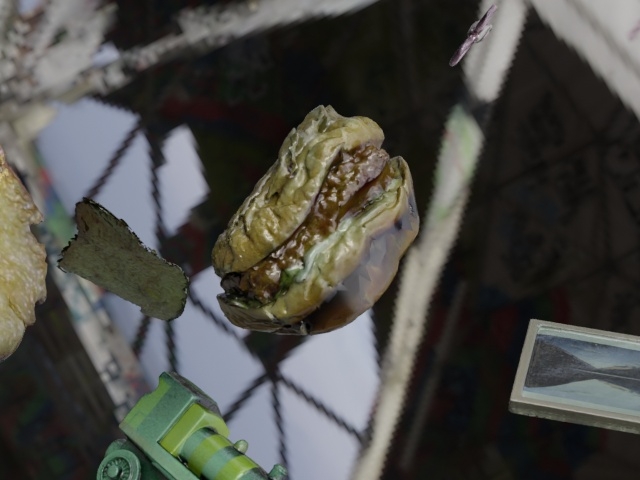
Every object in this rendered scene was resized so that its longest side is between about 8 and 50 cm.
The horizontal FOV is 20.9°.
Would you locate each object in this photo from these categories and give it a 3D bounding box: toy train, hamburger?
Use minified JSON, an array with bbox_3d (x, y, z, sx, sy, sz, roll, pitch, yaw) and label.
[{"bbox_3d":[-0.110,0.220,1.566,0.200,0.132,0.083,35,-6,33],"label":"toy train"},{"bbox_3d":[0.000,0.000,1.333,0.130,0.183,0.206,41,-6,4],"label":"hamburger"}]

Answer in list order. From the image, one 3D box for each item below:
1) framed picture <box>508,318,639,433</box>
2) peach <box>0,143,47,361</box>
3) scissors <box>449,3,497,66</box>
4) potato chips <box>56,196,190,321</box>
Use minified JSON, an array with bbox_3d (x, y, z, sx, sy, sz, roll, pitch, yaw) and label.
[{"bbox_3d":[0.297,0.138,1.715,0.150,0.203,0.015,-64,160,-55],"label":"framed picture"},{"bbox_3d":[-0.477,-0.013,1.760,0.416,0.353,0.339,27,23,18],"label":"peach"},{"bbox_3d":[0.184,-0.243,2.015,0.022,0.085,0.176,36,14,3],"label":"scissors"},{"bbox_3d":[-0.178,0.024,1.544,0.142,0.026,0.209,6,-28,27],"label":"potato chips"}]
